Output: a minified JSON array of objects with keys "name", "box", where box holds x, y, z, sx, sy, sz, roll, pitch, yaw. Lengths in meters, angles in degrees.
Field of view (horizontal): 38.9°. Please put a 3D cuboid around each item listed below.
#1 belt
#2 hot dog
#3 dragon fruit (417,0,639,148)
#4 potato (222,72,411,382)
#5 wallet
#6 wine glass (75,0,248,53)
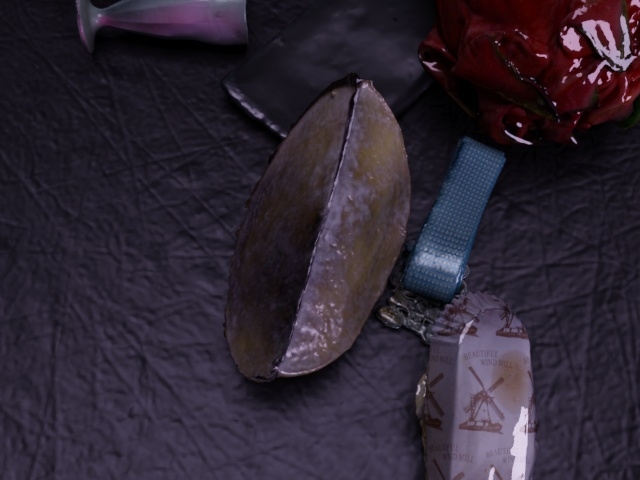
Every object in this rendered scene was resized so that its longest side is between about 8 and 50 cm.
[{"name":"belt","box":[0.113,-0.010,0.777,0.065,0.100,0.179,23,53,9]},{"name":"hot dog","box":[0.123,0.135,0.700,0.099,0.053,0.192,1,86,-21]},{"name":"dragon fruit","box":[0.173,-0.214,0.774,0.293,0.234,0.234,37,71,3]},{"name":"potato","box":[0.001,0.003,0.763,0.100,0.120,0.261,26,73,-33]},{"name":"wallet","box":[0.049,-0.191,0.866,0.146,0.030,0.285,41,73,11]},{"name":"wine glass","box":[-0.145,-0.211,0.847,0.155,0.073,0.073,-8,68,-2]}]
